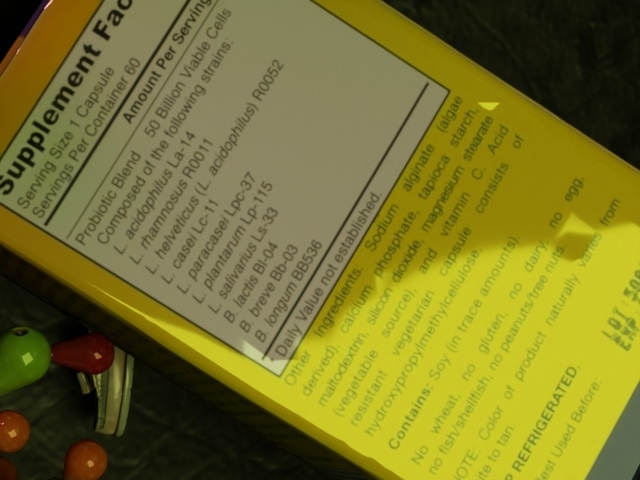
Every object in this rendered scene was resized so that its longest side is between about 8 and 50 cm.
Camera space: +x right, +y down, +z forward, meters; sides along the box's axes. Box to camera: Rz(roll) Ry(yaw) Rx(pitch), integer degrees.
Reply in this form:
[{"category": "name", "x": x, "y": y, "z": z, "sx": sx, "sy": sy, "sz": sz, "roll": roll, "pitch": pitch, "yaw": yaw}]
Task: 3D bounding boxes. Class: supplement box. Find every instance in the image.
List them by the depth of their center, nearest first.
[{"category": "supplement box", "x": 0.000, "y": 0.000, "z": 0.889, "sx": 0.356, "sy": 0.195, "sz": 0.194, "roll": 33, "pitch": 79, "yaw": -7}]

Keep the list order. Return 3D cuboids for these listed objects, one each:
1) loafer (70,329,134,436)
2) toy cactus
[{"category": "loafer", "x": -0.126, "y": 0.048, "z": 0.989, "sx": 0.039, "sy": 0.045, "sz": 0.125, "roll": 4, "pitch": 90, "yaw": -16}, {"category": "toy cactus", "x": -0.204, "y": 0.123, "z": 0.888, "sx": 0.180, "sy": 0.112, "sz": 0.219, "roll": 7, "pitch": 133, "yaw": -27}]
